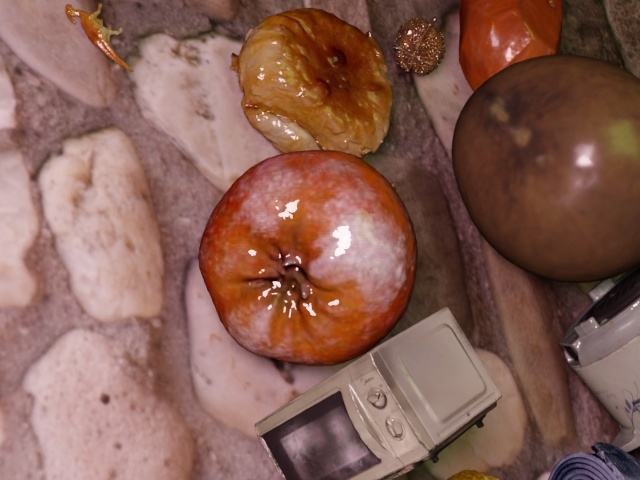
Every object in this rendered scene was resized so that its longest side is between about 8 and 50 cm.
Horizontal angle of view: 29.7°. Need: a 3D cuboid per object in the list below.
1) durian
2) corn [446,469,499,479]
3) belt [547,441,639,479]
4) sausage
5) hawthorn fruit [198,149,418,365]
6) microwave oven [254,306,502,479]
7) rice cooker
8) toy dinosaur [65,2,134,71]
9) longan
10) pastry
[{"bbox_3d":[0.144,-0.280,1.730,0.080,0.091,0.080,28,25,-15],"label":"durian"},{"bbox_3d":[0.131,0.324,1.323,0.080,0.080,0.238,56,41,3],"label":"corn"},{"bbox_3d":[0.349,0.343,1.459,0.082,0.141,0.190,10,55,-39],"label":"belt"},{"bbox_3d":[0.293,-0.328,1.855,0.153,0.141,0.268,30,47,-23],"label":"sausage"},{"bbox_3d":[-0.013,0.021,1.303,0.235,0.263,0.231,0,80,-4],"label":"hawthorn fruit"},{"bbox_3d":[0.062,0.184,1.259,0.163,0.205,0.129,-22,79,-46],"label":"microwave oven"},{"bbox_3d":[0.492,0.168,1.623,0.316,0.264,0.317,1,85,-6],"label":"rice cooker"},{"bbox_3d":[-0.247,-0.237,1.391,0.113,0.026,0.041,43,49,2],"label":"toy dinosaur"},{"bbox_3d":[0.332,-0.099,1.620,0.319,0.319,0.319,23,50,-30],"label":"longan"},{"bbox_3d":[0.000,-0.196,1.534,0.218,0.100,0.229,51,43,-3],"label":"pastry"}]
